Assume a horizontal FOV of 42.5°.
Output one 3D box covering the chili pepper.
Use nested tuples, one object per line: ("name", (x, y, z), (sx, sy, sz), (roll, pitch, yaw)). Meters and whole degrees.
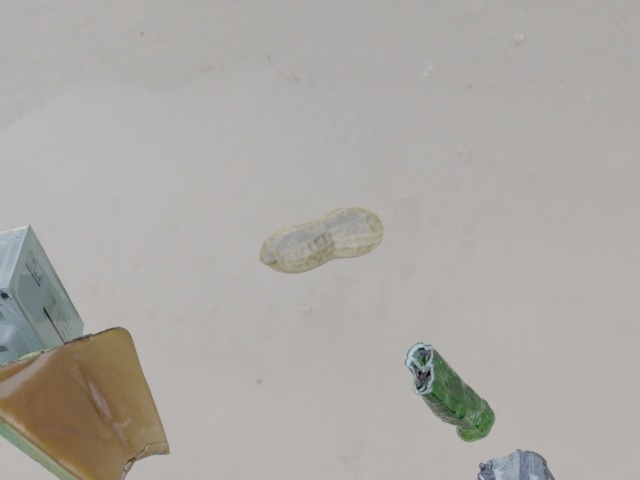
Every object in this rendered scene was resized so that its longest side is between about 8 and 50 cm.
("chili pepper", (0.289, 0.344, 1.763), (0.099, 0.270, 0.136), (-40, 29, 5))

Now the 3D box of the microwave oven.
("microwave oven", (-0.436, 0.108, 1.154), (0.122, 0.208, 0.162), (-11, 38, 5))

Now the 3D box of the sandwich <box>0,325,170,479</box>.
("sandwich", (-0.311, 0.233, 1.028), (0.063, 0.245, 0.212), (-23, 86, 39))

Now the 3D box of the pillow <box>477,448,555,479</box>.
("pillow", (0.426, 0.556, 1.571), (0.161, 0.092, 0.335), (-30, 91, 36))

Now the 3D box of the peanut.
("peanut", (0.000, 0.000, 1.924), (0.298, 0.136, 0.120), (-16, 100, -7))
